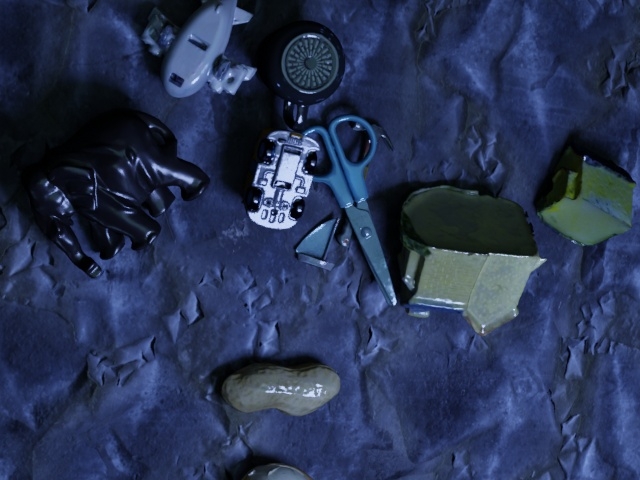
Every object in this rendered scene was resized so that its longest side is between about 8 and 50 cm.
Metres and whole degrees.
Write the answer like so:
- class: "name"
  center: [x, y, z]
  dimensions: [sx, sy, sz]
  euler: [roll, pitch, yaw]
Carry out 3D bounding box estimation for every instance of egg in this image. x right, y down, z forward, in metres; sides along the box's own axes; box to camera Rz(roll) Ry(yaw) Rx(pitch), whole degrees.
- class: "egg"
  center: [-0.079, 0.618, 1.990]
  dimensions: [0.201, 0.201, 0.244]
  euler: [-47, 123, -7]

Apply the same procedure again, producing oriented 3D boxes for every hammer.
- class: "hammer"
  center: [0.087, -0.125, 2.004]
  dimensions: [0.111, 0.033, 0.288]
  euler: [15, 95, -21]

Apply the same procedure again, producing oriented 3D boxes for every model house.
- class: "model house"
  center: [0.652, -0.129, 2.176]
  dimensions: [0.194, 0.170, 0.211]
  euler: [24, 63, -16]
- class: "model house"
  center: [0.317, 0.052, 2.042]
  dimensions: [0.321, 0.261, 0.266]
  euler: [6, 124, -4]

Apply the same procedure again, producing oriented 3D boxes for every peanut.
- class: "peanut"
  center: [-0.090, 0.335, 1.986]
  dimensions: [0.274, 0.111, 0.125]
  euler: [3, 114, -17]

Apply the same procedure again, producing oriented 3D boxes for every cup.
- class: "cup"
  center: [-0.052, -0.343, 1.836]
  dimensions: [0.169, 0.176, 0.223]
  euler: [3, 102, -23]

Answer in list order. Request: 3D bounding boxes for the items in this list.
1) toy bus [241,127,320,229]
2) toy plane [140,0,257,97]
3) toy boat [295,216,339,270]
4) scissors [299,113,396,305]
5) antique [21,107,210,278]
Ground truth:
- class: "toy bus"
  center: [-0.094, -0.139, 1.875]
  dimensions: [0.126, 0.136, 0.210]
  euler: [11, 105, -22]
- class: "toy plane"
  center: [-0.241, -0.399, 1.793]
  dimensions: [0.244, 0.117, 0.245]
  euler: [0, 94, -4]
- class: "toy boat"
  center: [0.000, -0.001, 1.996]
  dimensions: [0.096, 0.034, 0.122]
  euler: [18, 87, -10]
- class: "scissors"
  center: [0.087, -0.056, 1.975]
  dimensions: [0.192, 0.029, 0.447]
  euler: [-21, 99, -2]
- class: "antique"
  center: [-0.418, -0.112, 1.746]
  dimensions: [0.322, 0.185, 0.255]
  euler: [-45, 118, -8]
